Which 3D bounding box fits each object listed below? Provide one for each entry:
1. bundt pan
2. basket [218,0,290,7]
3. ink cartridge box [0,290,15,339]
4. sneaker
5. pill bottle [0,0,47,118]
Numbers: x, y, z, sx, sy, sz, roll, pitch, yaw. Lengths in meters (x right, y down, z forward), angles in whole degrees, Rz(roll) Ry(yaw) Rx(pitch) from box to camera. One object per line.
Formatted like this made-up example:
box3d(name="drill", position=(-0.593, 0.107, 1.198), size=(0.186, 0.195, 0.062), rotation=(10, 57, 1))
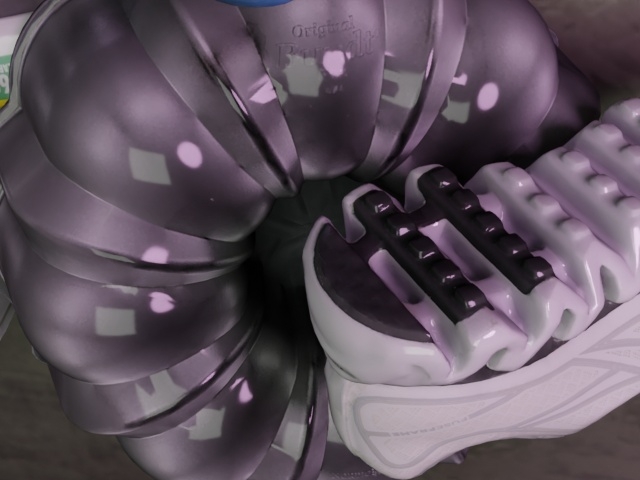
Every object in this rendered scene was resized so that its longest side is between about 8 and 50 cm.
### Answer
box3d(name="bundt pan", position=(0.000, 0.000, 0.508), size=(0.331, 0.124, 0.330), rotation=(-7, 118, -13))
box3d(name="basket", position=(-0.088, -0.235, 0.383), size=(0.289, 0.201, 0.254), rotation=(19, 87, 26))
box3d(name="ink cartridge box", position=(-0.310, -0.050, 0.473), size=(0.166, 0.285, 0.395), rotation=(-3, 130, 13))
box3d(name="sneaker", position=(0.129, 0.014, 0.436), size=(0.292, 0.110, 0.118), rotation=(-15, 132, -17))
box3d(name="pill bottle", position=(-0.140, -0.040, 0.585), size=(0.118, 0.117, 0.208), rotation=(-3, 119, 12))
